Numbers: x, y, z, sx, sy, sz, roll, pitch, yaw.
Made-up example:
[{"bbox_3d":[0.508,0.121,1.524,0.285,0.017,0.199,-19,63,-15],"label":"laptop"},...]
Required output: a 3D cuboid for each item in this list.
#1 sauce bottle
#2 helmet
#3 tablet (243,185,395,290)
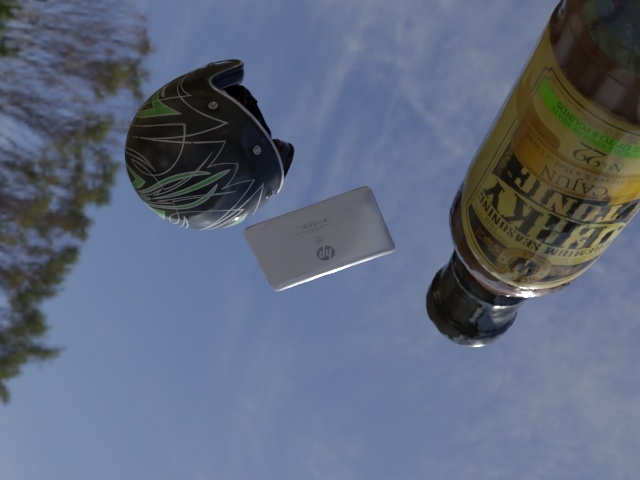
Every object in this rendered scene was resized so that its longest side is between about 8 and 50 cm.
[{"bbox_3d":[0.152,-0.033,0.725,0.344,0.111,0.111,108,-33,-56],"label":"sauce bottle"},{"bbox_3d":[-0.112,-0.089,1.098,0.161,0.169,0.169,-71,-175,-54],"label":"helmet"},{"bbox_3d":[0.000,0.000,0.684,0.006,0.083,0.054,-97,165,-53],"label":"tablet"}]
